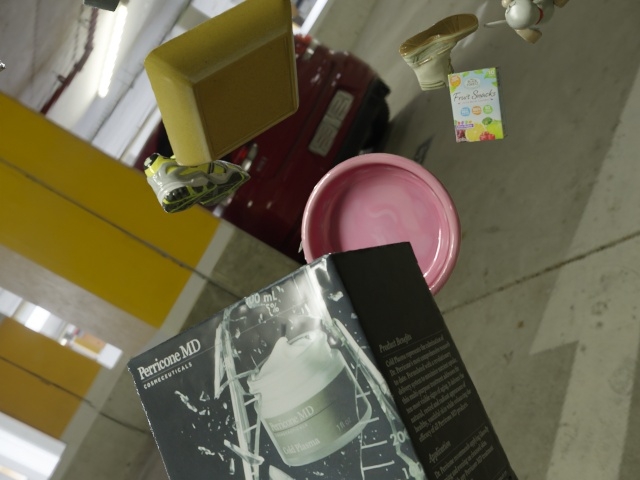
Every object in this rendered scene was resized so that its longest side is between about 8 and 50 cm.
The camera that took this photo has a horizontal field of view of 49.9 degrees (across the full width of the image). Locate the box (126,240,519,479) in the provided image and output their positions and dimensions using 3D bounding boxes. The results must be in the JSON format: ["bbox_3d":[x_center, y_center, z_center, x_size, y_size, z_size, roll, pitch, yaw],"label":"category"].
[{"bbox_3d":[-0.001,0.314,1.157,0.480,0.471,0.297,-30,-13,30],"label":"box"}]

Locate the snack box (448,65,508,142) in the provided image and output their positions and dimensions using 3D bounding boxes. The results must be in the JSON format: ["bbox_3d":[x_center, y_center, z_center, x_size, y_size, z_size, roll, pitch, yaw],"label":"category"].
[{"bbox_3d":[0.320,-0.274,1.396,0.100,0.141,0.037,-1,17,31],"label":"snack box"}]

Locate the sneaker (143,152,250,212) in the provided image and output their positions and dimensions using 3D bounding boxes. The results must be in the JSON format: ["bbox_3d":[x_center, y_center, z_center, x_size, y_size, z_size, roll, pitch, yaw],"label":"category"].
[{"bbox_3d":[-0.316,-0.179,1.828,0.145,0.147,0.385,-38,-7,20],"label":"sneaker"}]

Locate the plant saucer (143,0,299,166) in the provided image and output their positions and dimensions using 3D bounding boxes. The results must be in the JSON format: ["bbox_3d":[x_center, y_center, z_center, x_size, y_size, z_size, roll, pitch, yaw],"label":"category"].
[{"bbox_3d":[-0.169,-0.314,1.425,0.333,0.081,0.332,-34,-27,-18],"label":"plant saucer"}]

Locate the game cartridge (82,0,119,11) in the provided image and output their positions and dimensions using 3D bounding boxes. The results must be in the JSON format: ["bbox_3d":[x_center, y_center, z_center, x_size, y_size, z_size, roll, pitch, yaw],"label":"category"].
[{"bbox_3d":[-0.326,-0.391,1.038,0.017,0.056,0.083,6,91,59],"label":"game cartridge"}]

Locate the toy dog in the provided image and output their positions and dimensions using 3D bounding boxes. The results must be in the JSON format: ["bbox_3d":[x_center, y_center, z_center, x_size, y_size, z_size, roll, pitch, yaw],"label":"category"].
[{"bbox_3d":[0.517,-0.612,1.754,0.220,0.161,0.334,-50,-11,10],"label":"toy dog"}]

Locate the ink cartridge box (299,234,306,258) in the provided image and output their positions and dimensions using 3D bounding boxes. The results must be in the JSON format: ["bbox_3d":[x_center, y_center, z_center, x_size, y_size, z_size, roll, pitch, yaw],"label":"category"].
[{"bbox_3d":[0.000,0.000,2.251,0.092,0.143,0.089,107,156,-61],"label":"ink cartridge box"}]

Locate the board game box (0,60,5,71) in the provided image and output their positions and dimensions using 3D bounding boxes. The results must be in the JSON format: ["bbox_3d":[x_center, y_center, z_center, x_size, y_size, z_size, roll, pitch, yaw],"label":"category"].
[{"bbox_3d":[-0.931,-0.508,1.677,0.144,0.275,0.142,-32,13,-1],"label":"board game box"}]

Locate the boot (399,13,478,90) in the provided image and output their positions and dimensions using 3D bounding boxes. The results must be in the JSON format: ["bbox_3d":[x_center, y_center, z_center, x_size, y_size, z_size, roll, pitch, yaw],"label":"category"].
[{"bbox_3d":[0.337,-0.495,1.827,0.213,0.165,0.077,-22,47,21],"label":"boot"}]

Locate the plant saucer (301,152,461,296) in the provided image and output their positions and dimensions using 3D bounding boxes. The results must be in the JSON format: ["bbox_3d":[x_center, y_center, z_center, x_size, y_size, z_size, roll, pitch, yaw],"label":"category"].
[{"bbox_3d":[0.128,-0.013,1.416,0.332,0.332,0.084,-55,-14,19],"label":"plant saucer"}]
